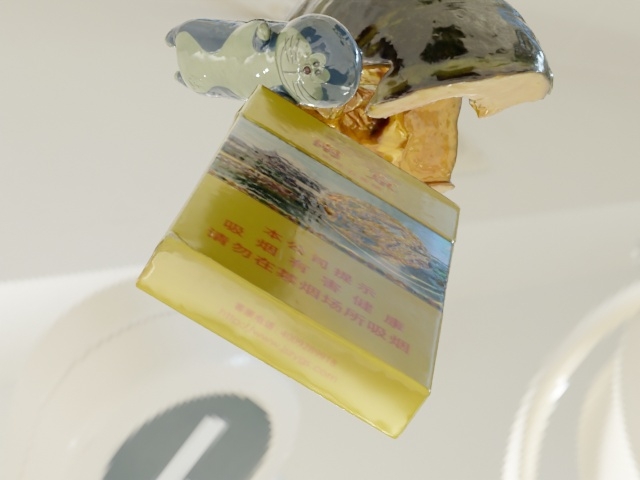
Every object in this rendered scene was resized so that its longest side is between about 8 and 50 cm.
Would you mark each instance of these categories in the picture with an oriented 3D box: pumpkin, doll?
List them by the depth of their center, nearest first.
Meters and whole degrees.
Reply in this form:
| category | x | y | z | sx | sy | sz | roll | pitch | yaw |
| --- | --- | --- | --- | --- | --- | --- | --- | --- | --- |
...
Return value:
| category | x | y | z | sx | sy | sz | roll | pitch | yaw |
| --- | --- | --- | --- | --- | --- | --- | --- | --- | --- |
| doll | -0.026 | -0.071 | 0.658 | 0.027 | 0.037 | 0.125 | -27 | -160 | -32 |
| pumpkin | 0.032 | -0.084 | 0.838 | 0.119 | 0.183 | 0.107 | -4 | -109 | -28 |

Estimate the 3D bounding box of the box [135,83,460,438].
| category | x | y | z | sx | sy | sz | roll | pitch | yaw |
| --- | --- | --- | --- | --- | --- | --- | --- | --- | --- |
| box | 0.000 | 0.000 | 0.522 | 0.087 | 0.023 | 0.155 | 28 | -158 | -3 |
